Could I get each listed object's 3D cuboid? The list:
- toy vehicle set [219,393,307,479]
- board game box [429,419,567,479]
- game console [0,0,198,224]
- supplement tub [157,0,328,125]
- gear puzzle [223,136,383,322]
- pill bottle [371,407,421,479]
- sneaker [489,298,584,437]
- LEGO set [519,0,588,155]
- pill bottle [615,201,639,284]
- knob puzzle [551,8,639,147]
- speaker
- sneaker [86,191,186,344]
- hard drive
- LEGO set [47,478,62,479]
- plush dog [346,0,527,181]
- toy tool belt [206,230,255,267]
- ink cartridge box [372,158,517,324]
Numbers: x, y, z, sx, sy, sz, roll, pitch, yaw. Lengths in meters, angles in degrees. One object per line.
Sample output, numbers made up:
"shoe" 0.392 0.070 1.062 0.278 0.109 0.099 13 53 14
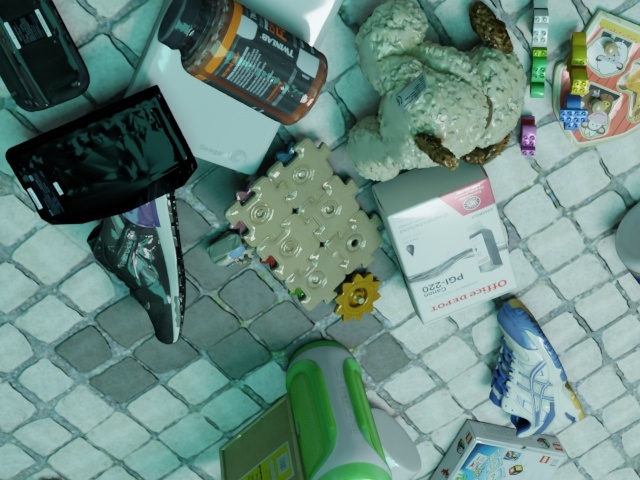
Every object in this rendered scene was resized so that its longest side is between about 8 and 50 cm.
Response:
"toy vehicle set" -0.082 0.381 1.640 0.166 0.267 0.035 -40 121 17
"board game box" 0.287 0.465 1.900 0.193 0.053 0.305 15 120 -21
"game console" -0.317 -0.191 1.293 0.213 0.044 0.361 -21 114 7
"supplement tub" -0.095 -0.225 1.269 0.198 0.106 0.106 26 115 -26
"gear puzzle" 0.000 0.000 1.524 0.175 0.044 0.339 -44 130 -6
"pill bottle" 0.010 0.425 1.742 0.318 0.176 0.176 -43 121 17
"sneaker" 0.331 0.224 1.710 0.131 0.112 0.296 -26 124 7
"LEGO set" 0.321 -0.206 1.411 0.087 0.093 0.227 2 124 7
"pill bottle" 0.580 0.055 1.617 0.153 0.153 0.265 -37 123 14
"knob puzzle" 0.413 -0.210 1.478 0.213 0.030 0.213 -5 125 -8
"speaker" 0.024 0.284 1.574 0.131 0.296 0.131 -5 125 -8
"sneaker" -0.258 0.017 1.464 0.124 0.107 0.283 -5 115 -3
"hard drive" -0.114 -0.245 1.342 0.203 0.040 0.307 18 118 -22
"LEGO set" -0.439 0.413 1.743 0.054 0.023 0.083 -19 139 5
"plush dog" 0.178 -0.182 1.373 0.225 0.210 0.262 -22 132 -29
"toy tool belt" -0.119 0.011 1.518 0.083 0.052 0.051 -28 156 12
"ink cartridge box" 0.184 -0.002 1.535 0.159 0.092 0.218 -21 127 1
